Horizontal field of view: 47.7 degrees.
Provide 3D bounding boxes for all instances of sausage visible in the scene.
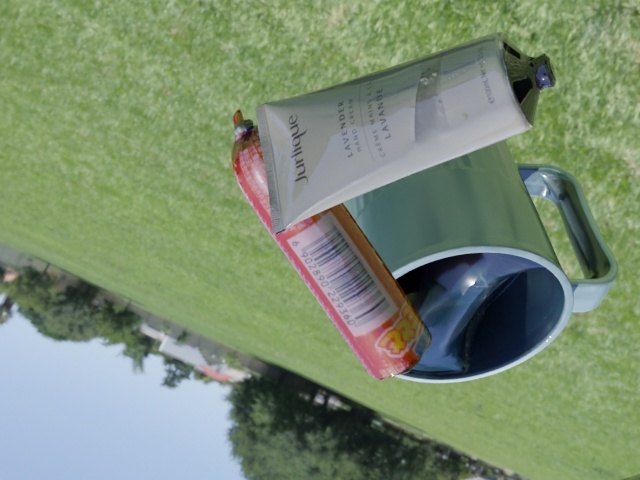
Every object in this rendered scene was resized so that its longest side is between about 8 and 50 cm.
[{"bbox_3d":[0.000,0.000,0.656,0.274,0.074,0.074,54,162,-11],"label":"sausage"}]

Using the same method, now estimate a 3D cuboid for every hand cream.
[{"bbox_3d":[0.043,-0.068,0.422,0.186,0.087,0.054,-16,166,27],"label":"hand cream"}]

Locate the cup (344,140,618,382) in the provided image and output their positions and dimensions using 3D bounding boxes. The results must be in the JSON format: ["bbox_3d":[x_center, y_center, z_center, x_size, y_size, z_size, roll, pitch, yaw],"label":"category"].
[{"bbox_3d":[0.189,-0.024,0.954,0.331,0.311,0.257,-19,134,13],"label":"cup"}]

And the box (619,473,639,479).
[{"bbox_3d":[0.394,0.324,0.493,0.419,0.373,0.138,-13,172,-10],"label":"box"}]
